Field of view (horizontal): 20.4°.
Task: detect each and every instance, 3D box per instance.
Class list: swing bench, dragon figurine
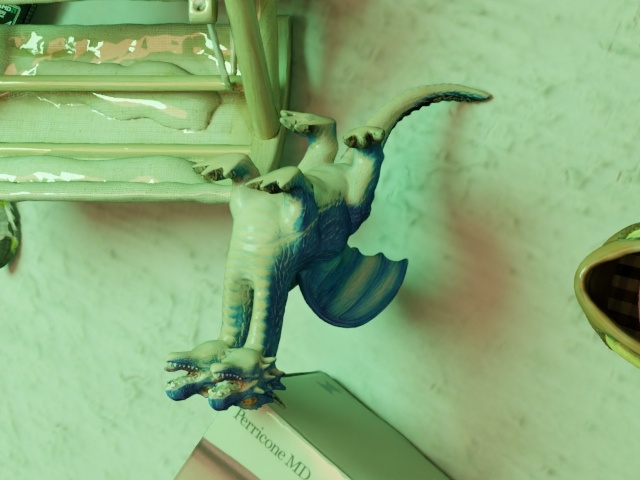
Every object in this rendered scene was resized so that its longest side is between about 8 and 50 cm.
[{"bbox_3d":[-0.157,-0.160,1.174,0.253,0.165,0.254,1,122,10],"label":"swing bench"},{"bbox_3d":[0.000,0.000,1.118,0.085,0.289,0.144,12,122,35],"label":"dragon figurine"}]

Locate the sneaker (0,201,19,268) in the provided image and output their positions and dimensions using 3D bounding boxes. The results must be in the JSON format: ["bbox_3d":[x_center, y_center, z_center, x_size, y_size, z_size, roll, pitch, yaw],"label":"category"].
[{"bbox_3d":[-0.248,-0.018,1.331,0.035,0.031,0.083,-7,81,39],"label":"sneaker"}]

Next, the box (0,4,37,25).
[{"bbox_3d":[-0.278,-0.235,1.273,0.184,0.191,0.045,-62,25,13],"label":"box"}]

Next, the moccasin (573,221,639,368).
[{"bbox_3d":[0.326,0.067,0.989,0.380,0.147,0.139,23,99,24],"label":"moccasin"}]

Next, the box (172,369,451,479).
[{"bbox_3d":[-0.035,0.220,1.168,0.148,0.127,0.232,39,105,22],"label":"box"}]
